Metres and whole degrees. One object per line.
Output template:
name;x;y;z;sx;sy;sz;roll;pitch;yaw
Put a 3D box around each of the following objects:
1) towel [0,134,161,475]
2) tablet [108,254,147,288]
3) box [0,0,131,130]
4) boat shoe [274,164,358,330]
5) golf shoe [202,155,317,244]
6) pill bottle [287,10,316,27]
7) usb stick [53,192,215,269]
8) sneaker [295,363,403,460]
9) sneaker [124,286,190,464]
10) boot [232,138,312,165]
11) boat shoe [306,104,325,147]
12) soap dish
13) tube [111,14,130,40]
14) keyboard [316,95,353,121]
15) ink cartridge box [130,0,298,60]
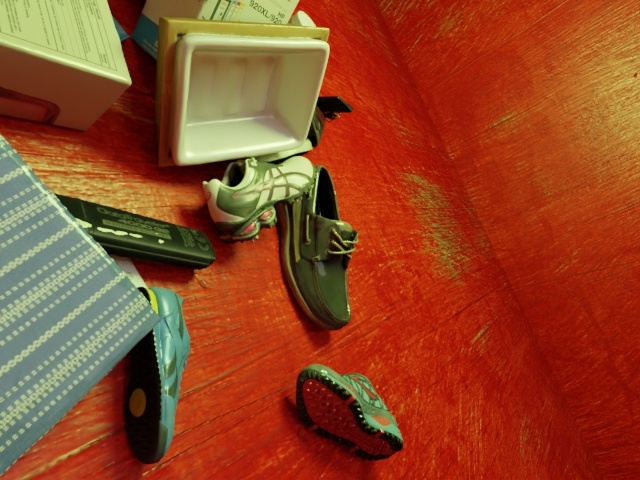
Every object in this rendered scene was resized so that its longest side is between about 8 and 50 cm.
towel;-0.340;0.031;0.404;0.336;0.040;0.243;54;46;-16
tablet;-0.260;0.051;0.591;0.083;0.006;0.054;61;30;-3
box;-0.376;-0.242;0.531;0.232;0.127;0.148;0;66;-57
boat shoe;0.000;0.000;0.903;0.132;0.130;0.355;10;58;-54
golf shoe;-0.098;-0.107;0.812;0.273;0.105;0.120;-51;123;-46
pill bottle;-0.093;-0.459;1.083;0.108;0.180;0.107;36;39;-37
usb stick;-0.262;-0.010;0.594;0.278;0.045;0.077;17;30;-50
sneaker;0.041;0.287;0.799;0.262;0.104;0.125;49;15;-29
sneaker;-0.190;0.157;0.553;0.082;0.069;0.209;26;46;-53
boot;-0.123;-0.240;0.960;0.244;0.088;0.176;-28;89;-56
boat shoe;-0.084;-0.333;1.077;0.285;0.103;0.092;42;31;-41
soap dish;-0.137;-0.253;0.750;0.291;0.228;0.118;-19;52;-38
tube;-0.400;-0.403;0.710;0.207;0.052;0.080;52;38;-28
keyboard;0.003;-0.337;1.166;0.100;0.192;0.038;21;88;-44
ink cartridge box;-0.184;-0.403;0.800;0.168;0.232;0.171;44;20;31
